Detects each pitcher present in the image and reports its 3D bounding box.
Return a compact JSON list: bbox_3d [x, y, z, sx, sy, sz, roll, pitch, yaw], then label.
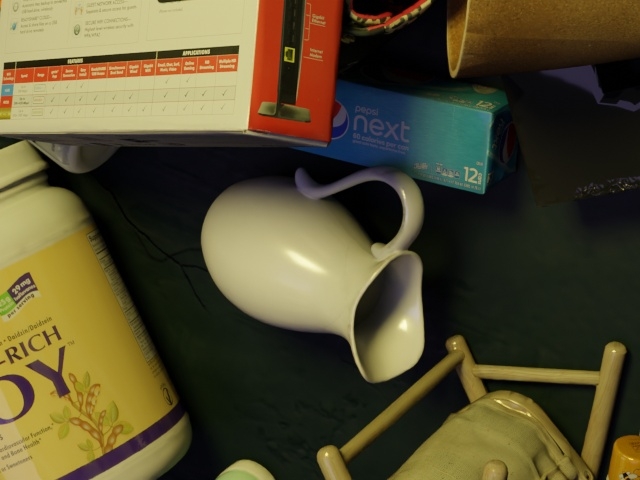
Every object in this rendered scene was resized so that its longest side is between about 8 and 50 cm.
[{"bbox_3d":[0.000,0.000,1.373,0.207,0.125,0.178,29,115,39],"label":"pitcher"}]

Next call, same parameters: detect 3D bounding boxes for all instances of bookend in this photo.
[{"bbox_3d":[0.226,-0.120,1.236,0.156,0.072,0.157,-11,102,33],"label":"bookend"}]

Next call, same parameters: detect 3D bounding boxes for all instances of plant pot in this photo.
[{"bbox_3d":[0.221,-0.222,1.109,0.254,0.237,0.237,3,113,-1],"label":"plant pot"}]

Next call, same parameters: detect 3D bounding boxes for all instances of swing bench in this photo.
[{"bbox_3d":[0.141,0.240,1.317,0.165,0.253,0.255,1,108,31],"label":"swing bench"}]

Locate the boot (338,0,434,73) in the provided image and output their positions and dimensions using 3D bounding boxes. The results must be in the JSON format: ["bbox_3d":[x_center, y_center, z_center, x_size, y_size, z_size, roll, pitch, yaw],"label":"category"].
[{"bbox_3d":[-0.008,-0.163,1.238,0.236,0.178,0.085,-31,94,-3],"label":"boot"}]

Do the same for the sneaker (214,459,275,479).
[{"bbox_3d":[-0.146,0.332,1.589,0.094,0.151,0.256,38,125,11],"label":"sneaker"}]

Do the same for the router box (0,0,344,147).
[{"bbox_3d":[-0.118,-0.223,1.232,0.335,0.082,0.301,5,89,48],"label":"router box"}]

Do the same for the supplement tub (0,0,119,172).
[{"bbox_3d":[-0.260,-0.158,1.487,0.190,0.117,0.117,36,123,14],"label":"supplement tub"}]

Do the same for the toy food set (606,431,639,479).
[{"bbox_3d":[0.331,0.202,1.265,0.232,0.111,0.105,4,114,-3],"label":"toy food set"}]

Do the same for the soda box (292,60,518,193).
[{"bbox_3d":[0.058,-0.102,1.347,0.210,0.067,0.071,15,115,25],"label":"soda box"}]

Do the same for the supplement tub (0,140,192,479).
[{"bbox_3d":[-0.289,0.096,1.527,0.241,0.241,0.331,-21,97,35],"label":"supplement tub"}]
